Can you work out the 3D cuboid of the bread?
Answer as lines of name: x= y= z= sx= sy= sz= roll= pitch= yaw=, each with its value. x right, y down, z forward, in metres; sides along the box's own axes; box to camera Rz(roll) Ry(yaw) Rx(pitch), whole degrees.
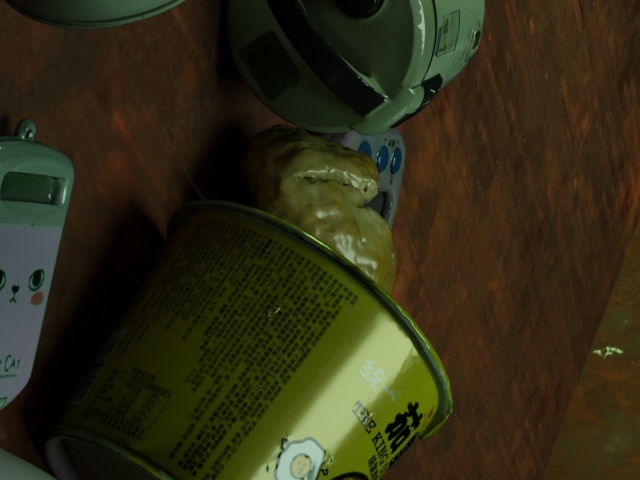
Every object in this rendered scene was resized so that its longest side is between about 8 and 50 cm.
bread: x=0.000 y=0.000 z=1.871 sx=0.244 sy=0.134 sz=0.244 roll=167 pitch=-90 yaw=-80

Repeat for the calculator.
calculator: x=-0.261 y=0.023 z=1.499 sx=0.141 sy=0.045 sz=0.246 roll=7 pitch=96 yaw=-68

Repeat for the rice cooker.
rice cooker: x=0.033 y=-0.217 z=1.826 sx=0.244 sy=0.226 sz=0.226 roll=-33 pitch=133 yaw=-63

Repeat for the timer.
timer: x=0.027 y=-0.045 z=2.107 sx=0.208 sy=0.069 sz=0.190 roll=3 pitch=101 yaw=-69

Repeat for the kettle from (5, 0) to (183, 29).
kettle: x=-0.147 y=-0.334 z=1.293 sx=0.265 sy=0.205 sz=0.318 roll=-33 pitch=141 yaw=-19

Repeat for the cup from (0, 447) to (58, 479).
cup: x=-0.276 y=0.259 z=1.338 sx=0.371 sy=0.253 sz=0.253 roll=42 pitch=65 yaw=-67

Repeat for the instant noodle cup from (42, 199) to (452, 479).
instant noodle cup: x=-0.079 y=0.161 z=1.703 sx=0.254 sy=0.326 sz=0.325 roll=-52 pitch=150 yaw=-27
